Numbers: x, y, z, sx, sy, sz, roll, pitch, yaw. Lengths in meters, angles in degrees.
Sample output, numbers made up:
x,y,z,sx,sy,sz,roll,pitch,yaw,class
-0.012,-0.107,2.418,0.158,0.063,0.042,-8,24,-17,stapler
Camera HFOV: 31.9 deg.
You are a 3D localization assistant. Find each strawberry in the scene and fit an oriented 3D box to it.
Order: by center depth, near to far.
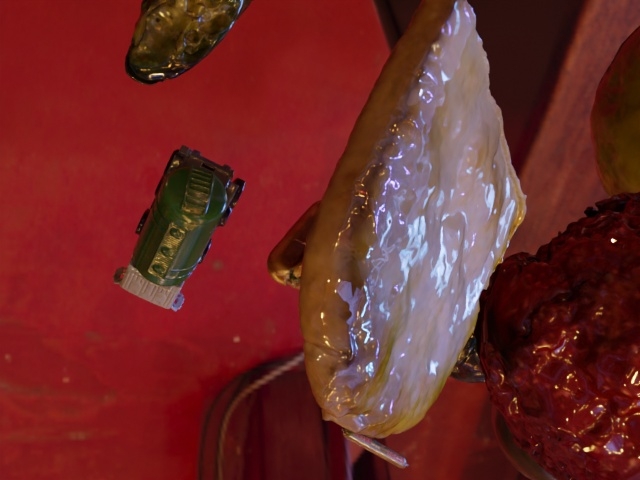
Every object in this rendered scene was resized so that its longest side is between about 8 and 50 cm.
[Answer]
x,y,z,sx,sy,sz,roll,pitch,yaw,class
0.226,0.073,0.854,0.220,0.274,0.274,22,128,-5,strawberry

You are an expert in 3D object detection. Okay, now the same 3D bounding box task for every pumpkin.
x,y,z,sx,sy,sz,roll,pitch,yaw,class
0.258,0.186,2.051,0.202,0.140,0.202,24,159,10,pumpkin

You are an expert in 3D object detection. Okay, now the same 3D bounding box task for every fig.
x,y,z,sx,sy,sz,roll,pitch,yaw,class
0.539,-0.154,1.495,0.343,0.343,0.343,-5,134,-6,fig

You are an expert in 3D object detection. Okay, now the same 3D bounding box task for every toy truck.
x,y,z,sx,sy,sz,roll,pitch,yaw,class
-0.177,-0.011,1.393,0.101,0.125,0.242,25,141,-8,toy truck

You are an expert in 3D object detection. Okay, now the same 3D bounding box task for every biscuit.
x,y,z,sx,sy,sz,roll,pitch,yaw,class
0.106,0.011,1.294,0.104,0.446,0.429,16,160,27,biscuit

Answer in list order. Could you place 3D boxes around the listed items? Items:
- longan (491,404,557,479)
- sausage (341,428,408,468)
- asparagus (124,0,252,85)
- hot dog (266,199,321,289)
x,y,z,sx,sy,sz,roll,pitch,yaw,class
0.420,0.287,1.788,0.300,0.300,0.243,26,82,-31,longan
0.064,0.242,1.305,0.100,0.015,0.015,33,121,-21,sausage
-0.120,-0.315,1.337,0.128,0.382,0.108,-22,116,32,asparagus
0.000,0.000,1.921,0.115,0.269,0.072,0,118,29,hot dog
